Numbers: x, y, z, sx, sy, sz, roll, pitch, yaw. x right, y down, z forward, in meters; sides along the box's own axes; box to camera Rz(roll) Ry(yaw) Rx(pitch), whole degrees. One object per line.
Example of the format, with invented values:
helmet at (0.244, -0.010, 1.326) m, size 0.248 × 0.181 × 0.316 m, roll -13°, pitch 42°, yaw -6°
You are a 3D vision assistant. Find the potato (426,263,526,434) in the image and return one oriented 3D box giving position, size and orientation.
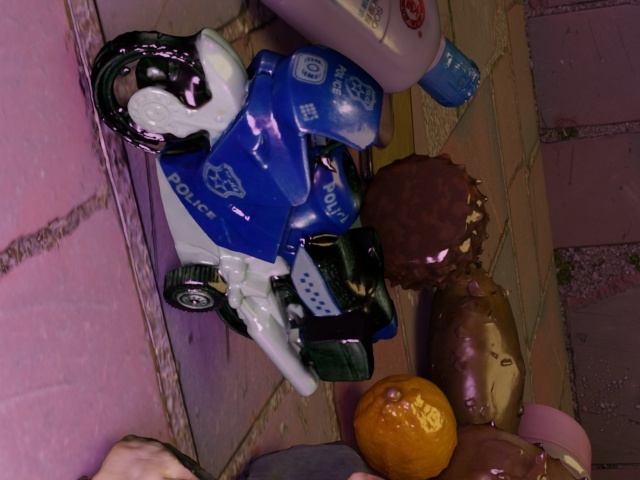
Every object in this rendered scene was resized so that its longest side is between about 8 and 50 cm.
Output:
potato at (0.222, 0.174, 1.673) m, size 0.191 × 0.141 × 0.296 m, roll 31°, pitch 53°, yaw -71°

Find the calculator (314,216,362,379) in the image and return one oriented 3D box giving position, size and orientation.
calculator at (0.000, 0.000, 1.172) m, size 0.173 × 0.051 × 0.293 m, roll -58°, pitch 139°, yaw -60°

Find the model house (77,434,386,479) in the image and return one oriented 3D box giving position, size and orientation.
model house at (-0.011, 0.287, 0.730) m, size 0.261 × 0.266 × 0.321 m, roll -65°, pitch 146°, yaw -50°

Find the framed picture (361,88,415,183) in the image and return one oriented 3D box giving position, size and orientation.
framed picture at (0.088, -0.226, 1.560) m, size 0.255 × 0.014 × 0.339 m, roll 21°, pitch 66°, yaw -70°

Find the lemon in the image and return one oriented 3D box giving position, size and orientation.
lemon at (0.094, 0.208, 1.307) m, size 0.155 × 0.114 × 0.114 m, roll 65°, pitch 27°, yaw -45°

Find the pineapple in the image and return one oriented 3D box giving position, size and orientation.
pineapple at (0.143, -0.002, 1.470) m, size 0.340 × 0.169 × 0.169 m, roll 42°, pitch 45°, yaw -74°

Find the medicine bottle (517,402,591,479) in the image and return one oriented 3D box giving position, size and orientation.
medicine bottle at (0.309, 0.422, 1.769) m, size 0.316 × 0.202 × 0.202 m, roll -71°, pitch 151°, yaw -50°

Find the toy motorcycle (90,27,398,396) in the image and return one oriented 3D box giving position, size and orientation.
toy motorcycle at (-0.029, -0.028, 0.856) m, size 0.331 × 0.196 × 0.125 m, roll 66°, pitch 26°, yaw -42°

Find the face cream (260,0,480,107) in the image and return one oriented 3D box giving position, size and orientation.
face cream at (0.057, -0.239, 1.211) m, size 0.336 × 0.080 × 0.163 m, roll 33°, pitch 62°, yaw -45°

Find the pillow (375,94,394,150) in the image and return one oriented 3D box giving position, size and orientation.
pillow at (0.032, -0.242, 1.309) m, size 0.173 × 0.067 × 0.270 m, roll 2°, pitch 84°, yaw -66°

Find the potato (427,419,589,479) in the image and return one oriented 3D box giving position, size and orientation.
potato at (0.177, 0.401, 1.325) m, size 0.289 × 0.301 × 0.237 m, roll 43°, pitch 38°, yaw 2°

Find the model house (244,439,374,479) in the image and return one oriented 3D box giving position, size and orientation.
model house at (-0.017, 0.267, 1.007) m, size 0.165 × 0.106 × 0.152 m, roll -2°, pitch 101°, yaw -37°
